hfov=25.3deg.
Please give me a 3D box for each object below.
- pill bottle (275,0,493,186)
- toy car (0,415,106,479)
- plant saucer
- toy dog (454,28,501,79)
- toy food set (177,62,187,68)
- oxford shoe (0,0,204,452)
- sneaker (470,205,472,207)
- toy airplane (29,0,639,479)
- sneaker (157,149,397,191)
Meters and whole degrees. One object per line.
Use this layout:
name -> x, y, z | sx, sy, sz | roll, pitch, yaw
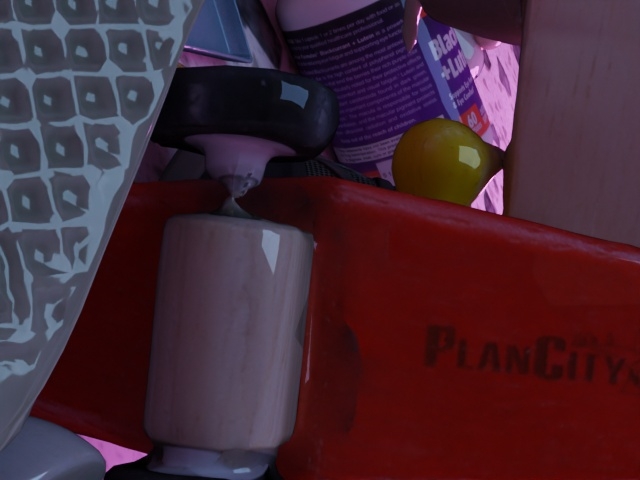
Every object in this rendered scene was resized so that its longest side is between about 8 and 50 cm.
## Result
pill bottle -> 0.035, -0.133, 0.954 | 0.193, 0.108, 0.108 | 66, 20, -18
toy car -> -0.083, 0.147, 0.344 | 0.159, 0.136, 0.182 | 44, 57, 14
plant saucer -> -0.088, -0.132, 0.760 | 0.192, 0.018, 0.067 | -5, 78, -69
toy dog -> 0.088, -0.299, 1.163 | 0.334, 0.161, 0.220 | 58, 24, -35
toy food set -> -0.054, -0.075, 0.712 | 0.082, 0.020, 0.083 | 18, 5, -27
oxford shoe -> -0.129, -0.046, 0.349 | 0.169, 0.130, 0.449 | 47, 50, -25
sneaker -> 0.086, 0.076, 0.953 | 0.128, 0.087, 0.221 | 62, 31, -47
toy airplane -> 0.087, 0.044, 0.561 | 0.384, 0.386, 0.272 | 52, -14, -8
sneaker -> 0.000, 0.000, 0.704 | 0.227, 0.130, 0.087 | -3, 109, -70
